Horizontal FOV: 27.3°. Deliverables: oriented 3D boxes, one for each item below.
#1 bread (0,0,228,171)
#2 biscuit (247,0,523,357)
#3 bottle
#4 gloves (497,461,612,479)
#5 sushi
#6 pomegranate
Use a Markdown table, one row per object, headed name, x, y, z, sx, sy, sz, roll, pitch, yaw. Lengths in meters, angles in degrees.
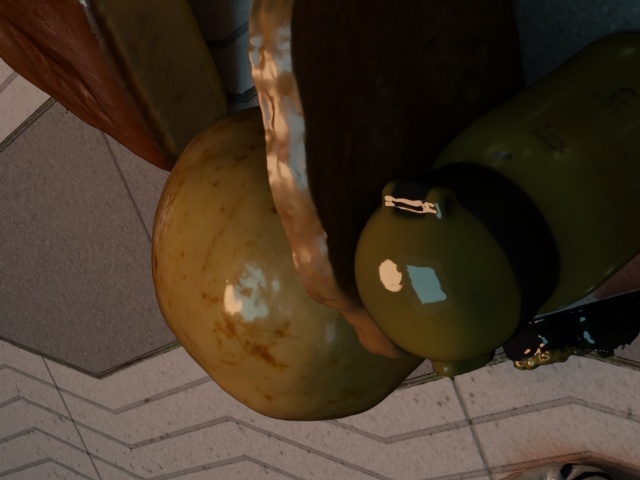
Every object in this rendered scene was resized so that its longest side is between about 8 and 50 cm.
| name | x | y | z | sx | sy | sz | roll | pitch | yaw |
| --- | --- | --- | --- | --- | --- | --- | --- | --- | --- |
| bread | -0.274 | -0.260 | 1.486 | 0.324 | 0.143 | 0.333 | 33 | 162 | 30 |
| biscuit | 0.067 | -0.106 | 1.098 | 0.062 | 0.365 | 0.385 | 5 | 128 | 32 |
| bottle | 0.168 | -0.028 | 1.045 | 0.172 | 0.351 | 0.171 | 28 | 135 | 33 |
| gloves | 0.254 | 0.299 | 1.409 | 0.140 | 0.131 | 0.219 | 60 | 174 | -10 |
| sushi | 0.242 | 0.079 | 1.152 | 0.192 | 0.215 | 0.050 | -23 | 81 | 54 |
| pomegranate | 0.000 | 0.000 | 1.310 | 0.342 | 0.342 | 0.342 | 29 | 136 | 33 |
